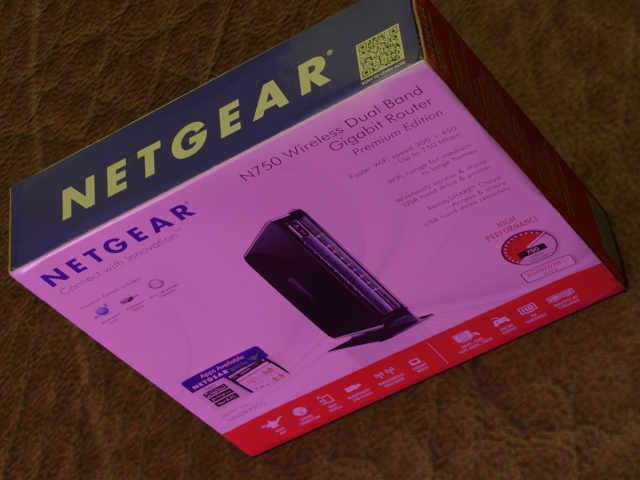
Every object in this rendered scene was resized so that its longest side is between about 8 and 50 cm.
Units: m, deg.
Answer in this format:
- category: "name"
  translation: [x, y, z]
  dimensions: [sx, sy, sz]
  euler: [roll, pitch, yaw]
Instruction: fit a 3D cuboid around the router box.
- category: "router box"
  translation: [0.000, 0.000, 1.325]
  dimensions: [0.335, 0.301, 0.082]
  euler: [-26, 47, 21]
